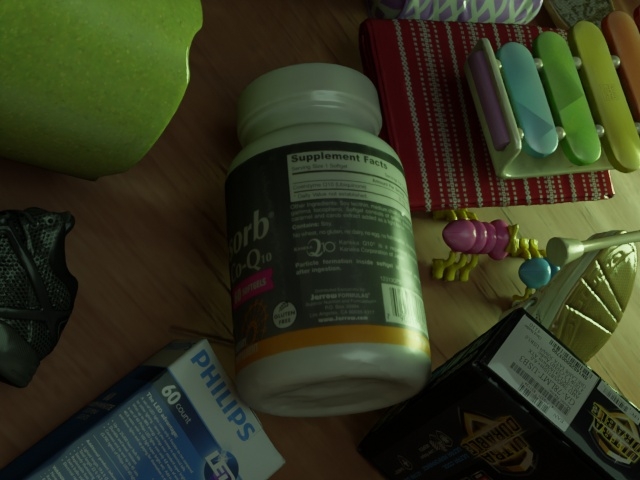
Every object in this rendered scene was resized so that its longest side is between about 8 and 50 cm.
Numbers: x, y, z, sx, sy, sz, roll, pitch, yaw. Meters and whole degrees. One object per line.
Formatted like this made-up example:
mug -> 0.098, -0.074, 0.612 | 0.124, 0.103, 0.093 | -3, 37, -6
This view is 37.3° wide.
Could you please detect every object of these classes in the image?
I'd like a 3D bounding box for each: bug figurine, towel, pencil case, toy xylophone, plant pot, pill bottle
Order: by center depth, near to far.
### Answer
plant pot -> -0.235, -0.169, 0.683 | 0.254, 0.276, 0.276 | 23, 72, -38
pill bottle -> 0.000, 0.000, 0.815 | 0.162, 0.162, 0.278 | 8, 63, -30
toy xylophone -> 0.285, -0.109, 0.942 | 0.322, 0.081, 0.236 | -16, 79, -29
towel -> 0.170, -0.128, 0.964 | 0.274, 0.031, 0.199 | -3, 78, -27
pencil case -> 0.143, -0.267, 1.003 | 0.206, 0.088, 0.086 | -10, 91, -32
bug figurine -> 0.207, -0.058, 1.022 | 0.216, 0.072, 0.279 | 1, 84, -31

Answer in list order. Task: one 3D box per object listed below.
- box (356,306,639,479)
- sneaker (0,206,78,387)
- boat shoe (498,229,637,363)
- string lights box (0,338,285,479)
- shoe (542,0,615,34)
box -> 0.198, 0.221, 0.801 | 0.293, 0.295, 0.073 | 43, 61, 5
sneaker -> -0.277, -0.003, 0.720 | 0.227, 0.087, 0.130 | 44, 62, -22
boat shoe -> 0.224, 0.096, 0.980 | 0.277, 0.096, 0.098 | -53, 126, -12
string lights box -> -0.168, 0.206, 0.760 | 0.259, 0.076, 0.133 | -37, 103, -29
shoe -> 0.323, -0.250, 1.133 | 0.076, 0.058, 0.219 | -46, 104, -6
